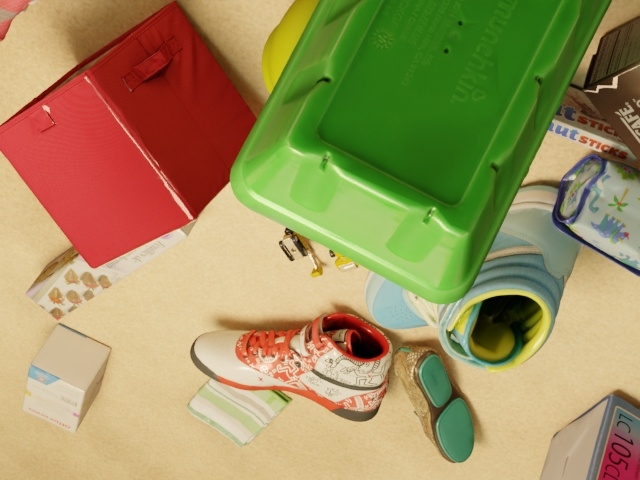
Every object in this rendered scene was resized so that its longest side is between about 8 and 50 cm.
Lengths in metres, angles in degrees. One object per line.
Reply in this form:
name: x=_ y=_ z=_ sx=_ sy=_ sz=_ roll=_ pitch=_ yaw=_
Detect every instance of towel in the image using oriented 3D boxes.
towel: x=-0.123 y=0.243 z=1.827 sx=0.113 sy=0.023 sz=0.152 roll=33 pitch=137 yaw=-9

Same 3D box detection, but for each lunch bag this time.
lunch bag: x=0.313 y=-0.027 z=1.281 sx=0.129 sy=0.151 sz=0.096 roll=30 pitch=100 yaw=-2

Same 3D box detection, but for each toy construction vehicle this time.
toy construction vehicle: x=0.000 y=0.000 z=1.529 sx=0.086 sy=0.035 sz=0.098 roll=-21 pitch=123 yaw=26

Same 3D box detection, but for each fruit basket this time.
fruit basket: x=0.079 y=-0.154 z=1.160 sx=0.283 sy=0.392 sz=0.392 roll=27 pitch=137 yaw=-1

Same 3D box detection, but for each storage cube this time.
storage cube: x=-0.208 y=-0.115 z=1.377 sx=0.215 sy=0.184 sz=0.193 roll=-22 pitch=110 yaw=39

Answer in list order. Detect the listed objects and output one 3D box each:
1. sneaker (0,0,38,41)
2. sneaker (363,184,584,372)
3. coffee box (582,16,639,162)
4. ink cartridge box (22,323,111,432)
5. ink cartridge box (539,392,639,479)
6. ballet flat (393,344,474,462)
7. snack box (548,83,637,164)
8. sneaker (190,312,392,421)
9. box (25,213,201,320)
sneaker: x=-0.303 y=-0.300 z=1.318 sx=0.136 sy=0.116 sz=0.314 roll=12 pitch=149 yaw=-18
sneaker: x=0.145 y=0.072 z=1.397 sx=0.127 sy=0.208 sz=0.319 roll=42 pitch=135 yaw=-19
coffee box: x=0.387 y=-0.163 z=1.132 sx=0.246 sy=0.098 sz=0.141 roll=-26 pitch=117 yaw=40
ink cartridge box: x=-0.385 y=0.214 z=1.873 sx=0.092 sy=0.090 sz=0.143 roll=26 pitch=138 yaw=1
ink cartridge box: x=0.455 y=0.414 z=1.538 sx=0.395 sy=0.270 sz=0.151 roll=32 pitch=142 yaw=-7
ballet flat: x=0.149 y=0.212 z=1.649 sx=0.067 sy=0.073 sz=0.206 roll=22 pitch=143 yaw=46
snack box: x=0.241 y=-0.134 z=1.255 sx=0.178 sy=0.064 sz=0.022 roll=22 pitch=139 yaw=4
sneaker: x=-0.035 y=0.140 z=1.639 sx=0.270 sy=0.090 sz=0.145 roll=18 pitch=135 yaw=4
box: x=-0.278 y=0.016 z=1.648 sx=0.063 sy=0.067 sz=0.324 roll=43 pitch=135 yaw=-18
